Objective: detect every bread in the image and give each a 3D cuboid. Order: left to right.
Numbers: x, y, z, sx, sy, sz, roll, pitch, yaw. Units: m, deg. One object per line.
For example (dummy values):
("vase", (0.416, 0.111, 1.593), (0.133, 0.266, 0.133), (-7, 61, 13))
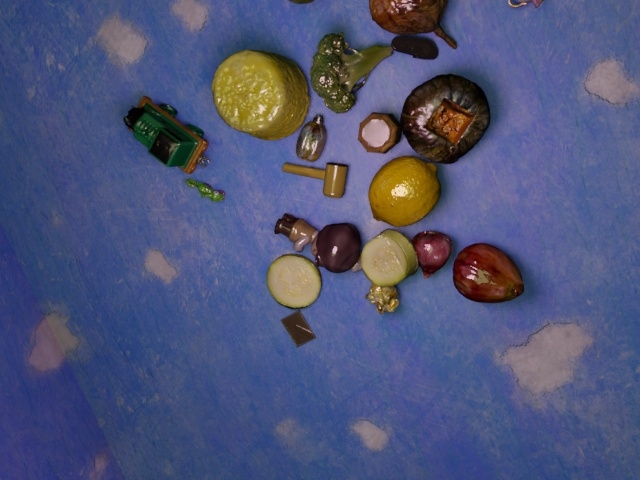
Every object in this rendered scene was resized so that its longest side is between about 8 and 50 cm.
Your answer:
("bread", (-0.237, -0.559, 1.875), (0.349, 0.308, 0.347), (3, 100, 17))

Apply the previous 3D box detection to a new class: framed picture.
("framed picture", (-0.101, 0.400, 2.216), (0.109, 0.011, 0.149), (-29, 94, 20))

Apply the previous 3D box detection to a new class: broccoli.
("broccoli", (0.076, -0.656, 1.843), (0.254, 0.186, 0.302), (31, 91, -29))

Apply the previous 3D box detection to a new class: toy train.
("toy train", (-0.659, -0.438, 2.054), (0.429, 0.249, 0.178), (37, 110, 5))

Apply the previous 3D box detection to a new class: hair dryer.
("hair dryer", (-0.028, -0.265, 2.011), (0.279, 0.090, 0.134), (14, 108, 19))

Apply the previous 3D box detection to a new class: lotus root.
("lotus root", (-0.033, -0.410, 1.967), (0.113, 0.088, 0.191), (21, 102, 13))

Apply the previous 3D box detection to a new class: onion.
("onion", (0.429, 0.056, 1.911), (0.160, 0.159, 0.194), (8, 105, 14))

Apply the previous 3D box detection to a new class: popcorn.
("popcorn", (0.262, 0.221, 2.006), (0.162, 0.136, 0.141), (5, 102, 55))

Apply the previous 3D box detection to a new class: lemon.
("lemon", (0.307, -0.180, 1.836), (0.310, 0.253, 0.253), (-39, 90, 25))

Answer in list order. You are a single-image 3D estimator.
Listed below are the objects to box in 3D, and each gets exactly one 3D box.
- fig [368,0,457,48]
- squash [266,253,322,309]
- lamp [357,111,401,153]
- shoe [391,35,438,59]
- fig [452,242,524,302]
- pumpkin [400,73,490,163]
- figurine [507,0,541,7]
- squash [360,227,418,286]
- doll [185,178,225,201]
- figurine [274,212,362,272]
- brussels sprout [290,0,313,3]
("fig", (0.362, -0.796, 1.697), (0.369, 0.286, 0.286), (39, 112, -20))
("squash", (-0.113, 0.181, 2.153), (0.252, 0.049, 0.251), (4, 105, 13))
("lamp", (0.225, -0.405, 1.842), (0.161, 0.185, 0.161), (3, 103, 15))
("shoe", (0.345, -0.710, 1.809), (0.179, 0.049, 0.071), (9, 93, -8))
("fig", (0.625, 0.133, 1.845), (0.263, 0.224, 0.223), (28, 109, 5))
("pumpkin", (0.444, -0.438, 1.754), (0.321, 0.192, 0.320), (1, 109, 3))
("figurine", (0.655, -0.899, 1.631), (0.263, 0.142, 0.189), (41, 133, 4))
("squash", (0.272, 0.065, 1.921), (0.220, 0.133, 0.220), (27, 128, 41))
("doll", (-0.502, -0.219, 2.133), (0.190, 0.115, 0.050), (30, 110, 10))
("figurine", (-0.009, 0.017, 2.001), (0.365, 0.218, 0.206), (11, 107, 20))
("brussels sprout", (-0.034, -0.999, 1.777), (0.272, 0.210, 0.219), (-17, 103, 3))
